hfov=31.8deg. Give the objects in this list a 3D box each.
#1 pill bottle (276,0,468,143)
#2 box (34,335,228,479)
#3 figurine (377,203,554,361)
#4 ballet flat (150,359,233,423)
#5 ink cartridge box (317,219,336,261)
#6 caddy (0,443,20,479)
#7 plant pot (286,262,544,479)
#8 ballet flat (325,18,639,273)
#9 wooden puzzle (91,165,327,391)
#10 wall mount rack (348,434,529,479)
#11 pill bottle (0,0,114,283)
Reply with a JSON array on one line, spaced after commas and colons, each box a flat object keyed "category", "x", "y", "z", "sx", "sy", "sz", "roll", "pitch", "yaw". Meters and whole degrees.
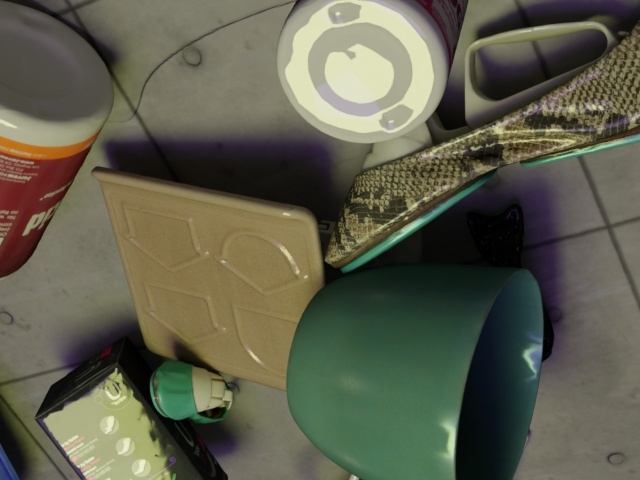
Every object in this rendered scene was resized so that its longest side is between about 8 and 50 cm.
[{"category": "pill bottle", "x": 0.064, "y": -0.233, "z": 1.117, "sx": 0.160, "sy": 0.283, "sz": 0.160, "roll": 7, "pitch": 127, "yaw": 9}, {"category": "box", "x": -0.263, "y": 0.297, "z": 1.605, "sx": 0.143, "sy": 0.165, "sz": 0.270, "roll": -34, "pitch": 101, "yaw": 0}, {"category": "figurine", "x": 0.175, "y": 0.057, "z": 1.436, "sx": 0.215, "sy": 0.092, "sz": 0.209, "roll": -7, "pitch": 115, "yaw": 20}, {"category": "ballet flat", "x": -0.170, "y": 0.211, "z": 1.575, "sx": 0.087, "sy": 0.083, "sz": 0.247, "roll": -7, "pitch": 166, "yaw": 4}, {"category": "ink cartridge box", "x": 0.000, "y": 0.000, "z": 1.464, "sx": 0.083, "sy": 0.028, "sz": 0.048, "roll": 8, "pitch": 127, "yaw": 9}, {"category": "caddy", "x": -0.602, "y": 0.329, "z": 1.773, "sx": 0.241, "sy": 0.179, "sz": 0.341, "roll": 13, "pitch": 132, "yaw": 36}, {"category": "plant pot", "x": 0.102, "y": 0.159, "z": 1.309, "sx": 0.235, "sy": 0.293, "sz": 0.293, "roll": 9, "pitch": 129, "yaw": 26}, {"category": "ballet flat", "x": 0.189, "y": -0.131, "z": 1.264, "sx": 0.483, "sy": 0.164, "sz": 0.182, "roll": -24, "pitch": 94, "yaw": 22}, {"category": "wooden puzzle", "x": -0.117, "y": 0.051, "z": 1.466, "sx": 0.322, "sy": 0.080, "sz": 0.348, "roll": 12, "pitch": 135, "yaw": 28}, {"category": "wall mount rack", "x": 0.138, "y": 0.371, "z": 1.647, "sx": 0.350, "sy": 0.130, "sz": 0.304, "roll": 23, "pitch": 131, "yaw": -3}, {"category": "pill bottle", "x": -0.431, "y": -0.083, "z": 1.392, "sx": 0.224, "sy": 0.224, "sz": 0.392, "roll": 32, "pitch": 127, "yaw": -9}]
